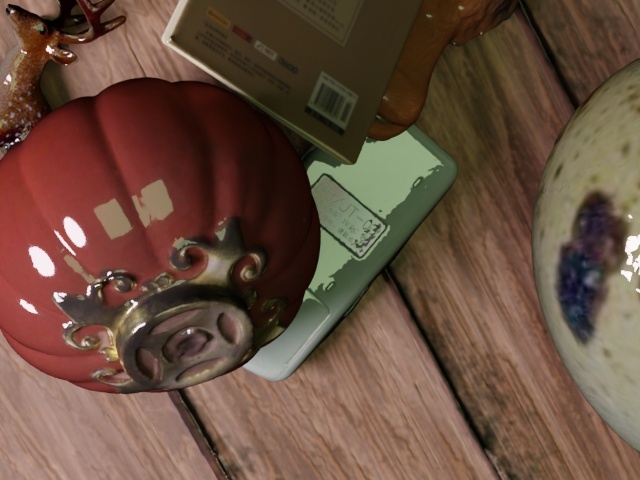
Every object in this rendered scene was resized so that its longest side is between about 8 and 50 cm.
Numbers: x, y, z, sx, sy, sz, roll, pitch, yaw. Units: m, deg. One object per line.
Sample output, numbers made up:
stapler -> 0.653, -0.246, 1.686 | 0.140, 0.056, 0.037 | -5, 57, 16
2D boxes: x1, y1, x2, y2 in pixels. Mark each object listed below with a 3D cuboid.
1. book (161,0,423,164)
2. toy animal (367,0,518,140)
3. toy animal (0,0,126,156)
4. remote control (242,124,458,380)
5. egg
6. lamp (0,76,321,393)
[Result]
book -> 0.008, -0.251, 1.175 | 0.217, 0.021, 0.310 | 32, 74, -32
toy animal -> 0.084, -0.195, 1.283 | 0.157, 0.097, 0.312 | 33, 72, -9
toy animal -> -0.274, -0.114, 1.288 | 0.260, 0.087, 0.243 | -33, 116, -8
remote control -> 0.000, 0.000, 1.338 | 0.140, 0.056, 0.296 | 39, 91, -7
egg -> 0.370, 0.025, 1.249 | 0.345, 0.345, 0.428 | -8, 112, -7
lamp -> -0.149, 0.001, 1.175 | 0.303, 0.257, 0.303 | -14, 137, -13
